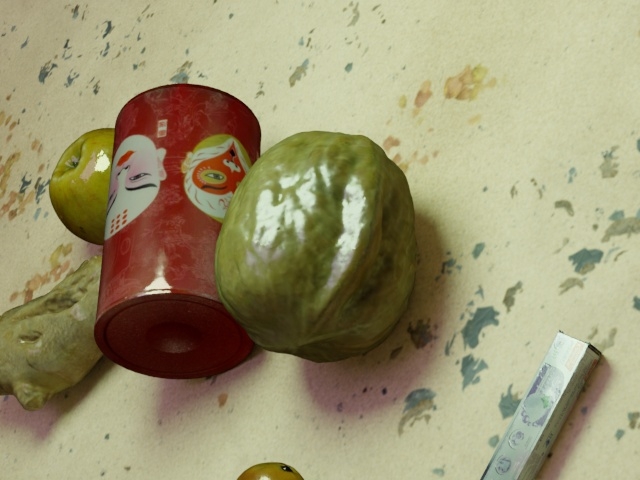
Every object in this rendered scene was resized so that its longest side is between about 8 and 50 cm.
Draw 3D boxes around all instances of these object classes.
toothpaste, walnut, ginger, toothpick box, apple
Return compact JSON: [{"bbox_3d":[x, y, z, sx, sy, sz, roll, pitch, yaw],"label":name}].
[{"bbox_3d":[0.216,0.187,1.527,0.047,0.040,0.196,22,82,48],"label":"toothpaste"},{"bbox_3d":[0.000,0.000,1.749,0.283,0.227,0.283,-43,32,35],"label":"walnut"},{"bbox_3d":[-0.356,0.124,2.143,0.354,0.126,0.190,-36,36,28],"label":"ginger"},{"bbox_3d":[-0.179,-0.013,1.981,0.204,0.204,0.333,-29,45,32],"label":"toothpick box"},{"bbox_3d":[-0.307,-0.081,2.211,0.182,0.155,0.182,-27,49,35],"label":"apple"}]

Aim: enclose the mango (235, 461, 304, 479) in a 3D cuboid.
[{"bbox_3d":[-0.058,0.326,1.697,0.111,0.089,0.163,-33,52,46],"label":"mango"}]
